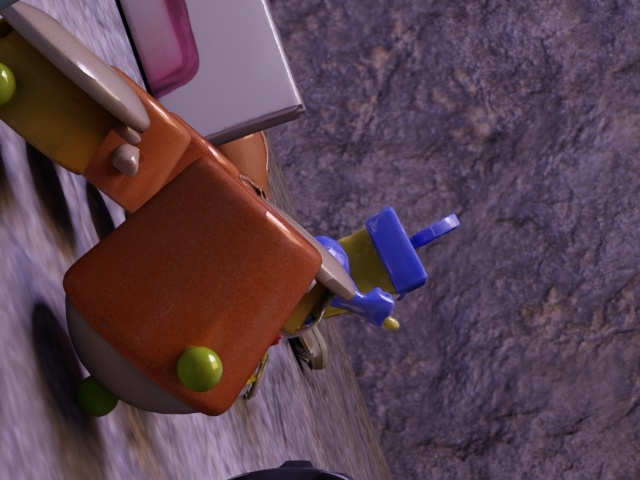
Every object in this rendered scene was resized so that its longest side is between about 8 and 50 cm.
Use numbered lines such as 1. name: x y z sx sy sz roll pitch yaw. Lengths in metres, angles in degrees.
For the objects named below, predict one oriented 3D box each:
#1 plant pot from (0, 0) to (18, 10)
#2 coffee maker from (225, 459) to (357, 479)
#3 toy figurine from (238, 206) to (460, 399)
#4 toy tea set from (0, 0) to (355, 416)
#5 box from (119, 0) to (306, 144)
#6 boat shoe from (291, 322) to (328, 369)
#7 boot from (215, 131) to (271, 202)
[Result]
1. plant pot: -0.116 -0.217 0.479 0.293 0.196 0.293 -18 90 -88
2. coffee maker: -0.001 0.211 0.642 0.171 0.120 0.178 -105 175 -52
3. toy figurine: 0.000 0.000 1.191 0.362 0.217 0.191 57 14 -83
4. toy tea set: -0.091 0.005 0.786 0.200 0.124 0.336 41 1 10
5. box: -0.110 -0.208 1.409 0.148 0.126 0.232 -34 105 -88
6. boat shoe: -0.026 0.114 1.934 0.056 0.048 0.153 57 -14 38
7. boot: -0.085 -0.061 1.514 0.152 0.073 0.197 -70 139 -81
